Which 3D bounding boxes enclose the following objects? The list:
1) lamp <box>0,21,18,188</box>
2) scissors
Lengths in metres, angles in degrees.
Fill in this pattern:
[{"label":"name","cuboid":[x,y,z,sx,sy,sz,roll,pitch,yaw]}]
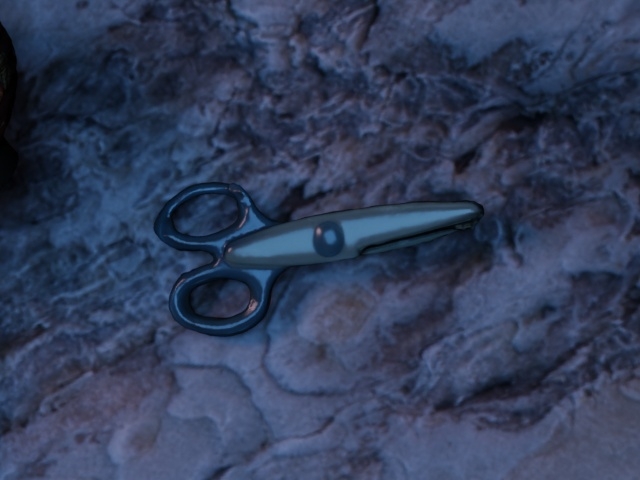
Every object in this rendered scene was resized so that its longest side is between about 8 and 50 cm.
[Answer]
[{"label":"lamp","cuboid":[-0.371,-0.119,1.377,0.247,0.247,0.247,0,87,6]},{"label":"scissors","cuboid":[0.000,0.000,1.423,0.289,0.041,0.138,-10,87,9]}]
